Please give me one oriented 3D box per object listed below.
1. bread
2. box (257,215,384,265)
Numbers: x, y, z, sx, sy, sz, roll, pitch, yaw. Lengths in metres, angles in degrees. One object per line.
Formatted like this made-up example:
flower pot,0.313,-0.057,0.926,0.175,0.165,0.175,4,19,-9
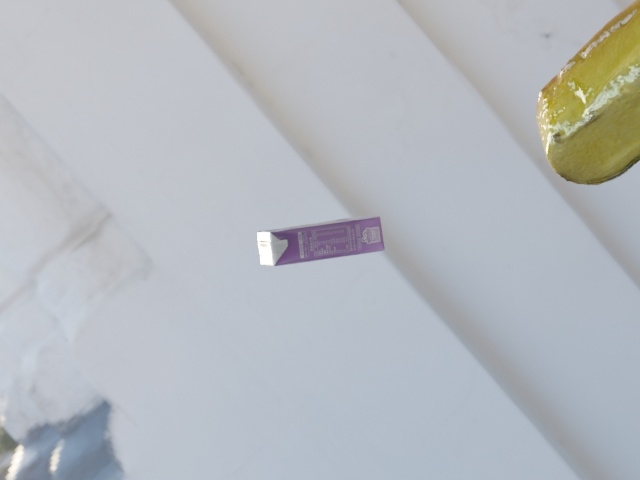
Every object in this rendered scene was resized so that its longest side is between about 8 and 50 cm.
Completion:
bread,0.294,-0.150,0.902,0.245,0.102,0.094,-44,31,36
box,0.000,0.000,1.006,0.117,0.036,0.050,-8,3,-20
